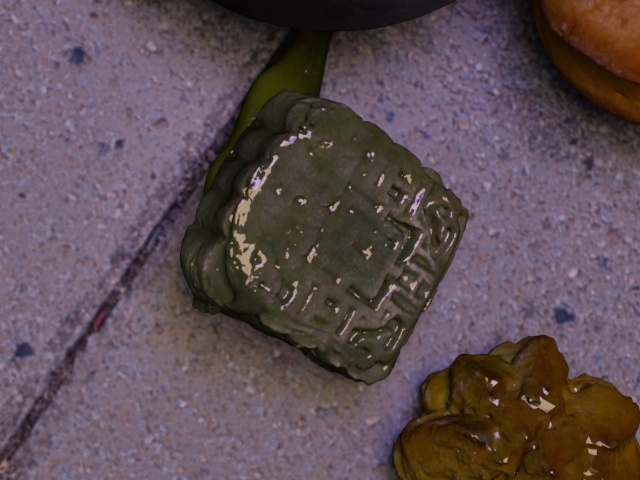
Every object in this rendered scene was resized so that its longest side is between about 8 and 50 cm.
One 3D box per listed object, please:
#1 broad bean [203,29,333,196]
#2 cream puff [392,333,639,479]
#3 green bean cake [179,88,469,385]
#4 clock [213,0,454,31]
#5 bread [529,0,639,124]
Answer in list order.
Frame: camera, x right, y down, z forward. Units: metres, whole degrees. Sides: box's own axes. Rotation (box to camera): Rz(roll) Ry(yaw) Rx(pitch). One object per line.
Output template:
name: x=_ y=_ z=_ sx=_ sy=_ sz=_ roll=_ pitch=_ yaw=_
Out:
broad bean: x=-0.046 y=-0.145 z=1.537 sx=0.098 sy=0.056 sz=0.318 roll=7 pitch=75 yaw=12
cream puff: x=0.183 y=0.210 z=1.491 sx=0.244 sy=0.196 sz=0.244 roll=15 pitch=55 yaw=-22
green bean cake: x=0.000 y=0.000 z=1.463 sx=0.227 sy=0.125 sz=0.222 roll=33 pitch=83 yaw=-27
clock: x=0.018 y=-0.354 z=1.468 sx=0.386 sy=0.076 sz=0.386 roll=-2 pitch=58 yaw=3
bread: x=0.284 y=-0.240 z=1.514 sx=0.179 sy=0.194 sz=0.340 roll=-21 pitch=65 yaw=1
